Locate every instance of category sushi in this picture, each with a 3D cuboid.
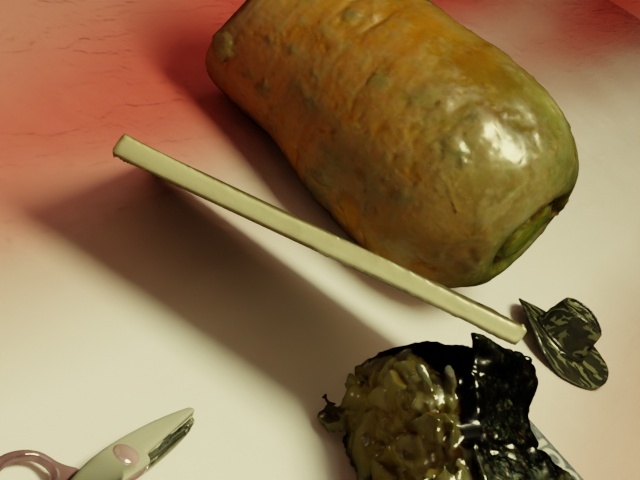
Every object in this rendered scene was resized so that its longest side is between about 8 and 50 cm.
[{"bbox_3d":[0.092,0.151,0.934,0.115,0.147,0.212,22,33,-32],"label":"sushi"}]

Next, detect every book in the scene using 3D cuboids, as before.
[{"bbox_3d":[0.000,0.000,1.032,0.310,0.021,0.217,25,1,1],"label":"book"}]

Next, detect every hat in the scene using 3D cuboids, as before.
[{"bbox_3d":[0.252,0.092,1.364,0.121,0.050,0.121,34,25,-18],"label":"hat"}]

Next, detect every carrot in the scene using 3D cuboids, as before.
[{"bbox_3d":[0.069,-0.116,1.262,0.340,0.224,0.224,45,25,17],"label":"carrot"}]

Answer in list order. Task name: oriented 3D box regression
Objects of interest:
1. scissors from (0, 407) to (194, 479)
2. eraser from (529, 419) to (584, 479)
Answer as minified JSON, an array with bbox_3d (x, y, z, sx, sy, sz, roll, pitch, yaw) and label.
[{"bbox_3d":[-0.124,0.136,0.811,0.085,0.022,0.176,39,27,12],"label":"scissors"},{"bbox_3d":[0.188,0.224,1.058,0.212,0.046,0.092,49,27,20],"label":"eraser"}]
